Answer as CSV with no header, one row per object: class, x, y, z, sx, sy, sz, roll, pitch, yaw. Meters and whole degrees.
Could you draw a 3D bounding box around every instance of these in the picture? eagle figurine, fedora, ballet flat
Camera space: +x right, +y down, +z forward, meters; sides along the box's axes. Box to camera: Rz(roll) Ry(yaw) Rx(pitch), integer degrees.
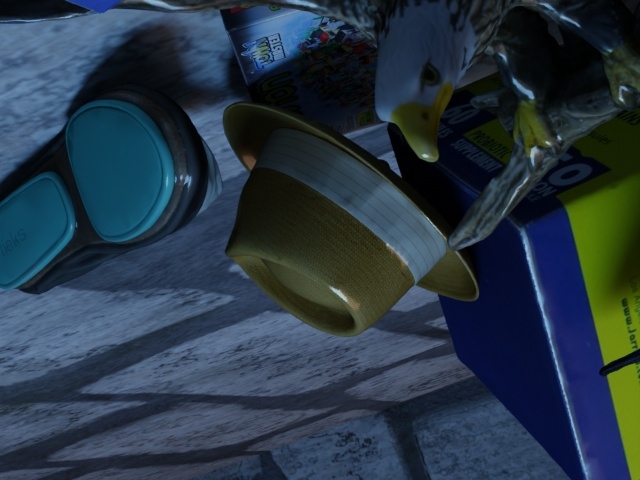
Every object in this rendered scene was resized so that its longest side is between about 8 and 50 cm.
eagle figurine,0.019,-0.122,0.504,0.298,0.225,0.226,27,101,-21
fedora,0.000,0.000,0.728,0.079,0.194,0.194,-52,171,-13
ballet flat,-0.127,-0.036,0.775,0.096,0.095,0.280,-18,179,-37

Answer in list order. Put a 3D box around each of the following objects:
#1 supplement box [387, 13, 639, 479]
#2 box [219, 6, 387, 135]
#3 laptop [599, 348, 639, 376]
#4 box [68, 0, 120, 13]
supplement box,0.255,-0.033,0.758,0.357,0.195,0.194,-24,-153,-9
box,0.008,-0.113,0.731,0.114,0.036,0.207,-17,165,1
laptop,0.291,-0.149,0.485,0.382,0.407,0.236,-24,-156,-14
box,-0.054,-0.118,0.302,0.178,0.042,0.109,-25,152,36
